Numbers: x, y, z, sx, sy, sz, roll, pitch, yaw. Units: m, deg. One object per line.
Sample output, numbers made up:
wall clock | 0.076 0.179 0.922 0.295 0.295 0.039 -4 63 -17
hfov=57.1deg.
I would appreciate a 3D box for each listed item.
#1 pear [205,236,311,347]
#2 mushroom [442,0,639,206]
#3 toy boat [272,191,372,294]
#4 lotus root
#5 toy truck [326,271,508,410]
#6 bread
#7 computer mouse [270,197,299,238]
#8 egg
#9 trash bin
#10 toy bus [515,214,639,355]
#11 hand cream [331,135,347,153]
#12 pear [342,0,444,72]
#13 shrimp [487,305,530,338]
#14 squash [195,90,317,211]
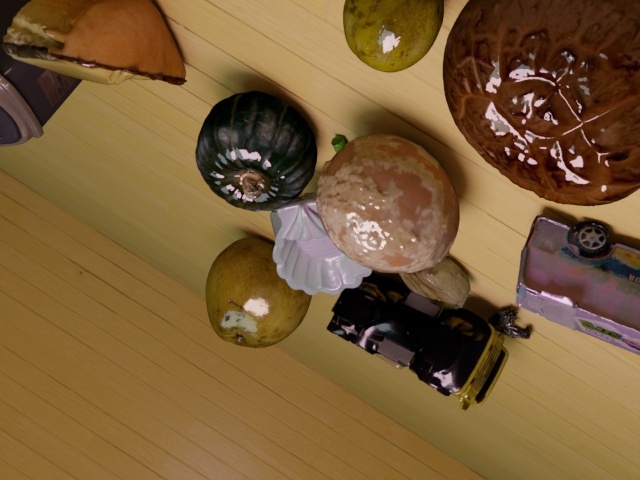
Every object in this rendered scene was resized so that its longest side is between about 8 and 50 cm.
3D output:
pear | -0.182 0.157 1.658 0.304 0.304 0.304 29 160 12
mushroom | 0.227 -0.142 0.563 0.253 0.153 0.253 38 161 16
toy boat | 0.000 0.000 1.175 0.200 0.100 0.290 -11 143 5
lotus root | 0.215 0.060 1.153 0.143 0.070 0.144 18 160 50
toy truck | 0.213 0.217 1.320 0.405 0.180 0.254 22 169 44
bread | -0.342 -0.332 0.954 0.204 0.162 0.262 24 -160 21
computer mouse | -0.042 0.003 1.370 0.160 0.097 0.288 26 158 13
egg | 0.105 -0.051 0.880 0.245 0.203 0.203 34 162 -33
trash bin | -0.569 -0.328 1.107 0.182 0.290 0.209 30 159 7
toy bus | 0.420 0.079 0.789 0.317 0.138 0.112 21 156 25
hand cream | 0.051 -0.133 1.018 0.036 0.023 0.122 29 163 39
pear | 0.077 -0.236 0.624 0.107 0.107 0.131 36 163 -9
shrimp | 0.393 0.170 1.200 0.091 0.034 0.161 25 167 13
squash | -0.110 -0.148 1.003 0.218 0.172 0.218 26 148 18
